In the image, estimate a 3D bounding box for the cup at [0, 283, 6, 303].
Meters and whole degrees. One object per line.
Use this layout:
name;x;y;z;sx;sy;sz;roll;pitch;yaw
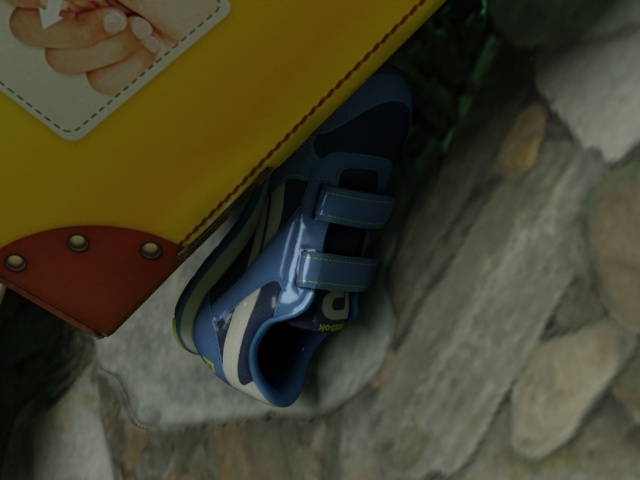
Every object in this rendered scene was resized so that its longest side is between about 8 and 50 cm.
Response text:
cup;-0.332;0.019;0.854;0.237;0.331;0.331;125;144;-59

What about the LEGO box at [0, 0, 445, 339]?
LEGO box;-0.153;-0.246;0.526;0.372;0.500;0.193;-43;28;29

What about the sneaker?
sneaker;0.000;0.000;0.649;0.059;0.053;0.144;48;118;39
